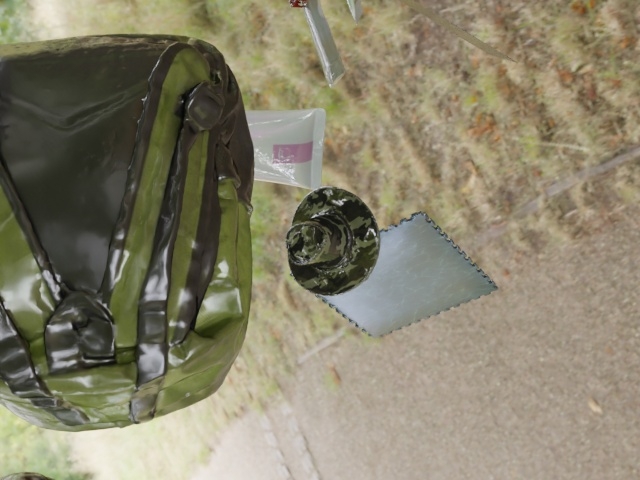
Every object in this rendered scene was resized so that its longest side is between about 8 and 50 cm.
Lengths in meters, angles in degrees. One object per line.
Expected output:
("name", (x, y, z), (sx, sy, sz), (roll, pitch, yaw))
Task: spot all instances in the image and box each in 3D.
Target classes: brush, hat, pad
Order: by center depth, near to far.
("hat", (0.000, 0.000, 0.841), (0.121, 0.050, 0.121), (5, 98, 39))
("pad", (0.174, -0.293, 1.173), (0.004, 0.193, 0.116), (-61, 18, 12))
("pad", (0.126, 0.068, 1.450), (0.269, 0.269, 0.012), (-26, 45, 29))
("brush", (-0.024, -0.452, 1.708), (0.060, 0.050, 0.321), (-43, 60, 50))

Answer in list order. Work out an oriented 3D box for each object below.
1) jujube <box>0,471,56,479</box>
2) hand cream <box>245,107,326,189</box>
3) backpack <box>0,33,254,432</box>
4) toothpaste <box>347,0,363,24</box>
("jujube", (-0.355, 0.452, 1.095), (0.226, 0.226, 0.317), (20, 138, 47))
("hand cream", (-0.171, -0.193, 1.736), (0.118, 0.358, 0.186), (-84, -2, -59))
("backpack", (-0.139, -0.014, 0.532), (0.140, 0.206, 0.254), (92, 169, -66))
("toothpaste", (0.034, -0.591, 1.716), (0.056, 0.058, 0.315), (29, 146, 52))
